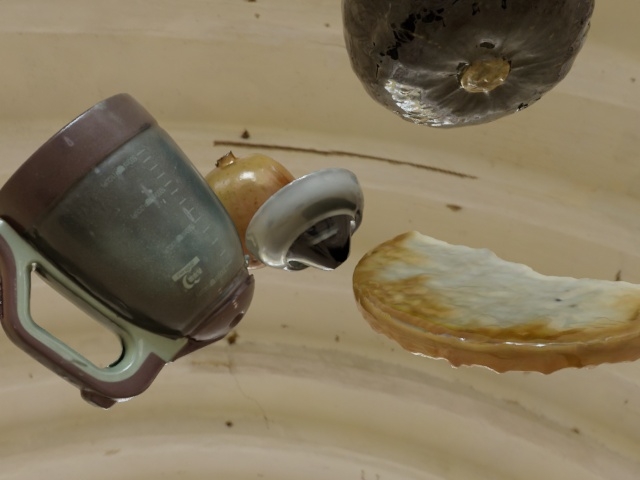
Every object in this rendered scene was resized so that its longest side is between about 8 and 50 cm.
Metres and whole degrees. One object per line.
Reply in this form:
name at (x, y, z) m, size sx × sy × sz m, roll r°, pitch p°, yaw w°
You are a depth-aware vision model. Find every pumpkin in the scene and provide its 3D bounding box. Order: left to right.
pumpkin at (0.252, -0.410, 1.326) m, size 0.454 × 0.344 × 0.454 m, roll -6°, pitch -35°, yaw -4°

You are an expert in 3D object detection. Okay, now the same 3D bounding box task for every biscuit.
biscuit at (0.150, 0.059, 0.682) m, size 0.204 × 0.309 × 0.040 m, roll -23°, pitch -63°, yaw -43°

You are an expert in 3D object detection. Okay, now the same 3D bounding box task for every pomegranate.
pomegranate at (-0.113, -0.048, 1.195) m, size 0.191 × 0.191 × 0.191 m, roll -20°, pitch -50°, yaw -25°

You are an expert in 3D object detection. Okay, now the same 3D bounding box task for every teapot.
teapot at (-0.244, 0.028, 0.929) m, size 0.312 × 0.233 × 0.315 m, roll 47°, pitch -122°, yaw -6°

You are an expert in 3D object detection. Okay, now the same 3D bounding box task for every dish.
dish at (0.000, 0.000, 0.788) m, size 0.141 × 0.078 × 0.141 m, roll -27°, pitch -26°, yaw -14°
